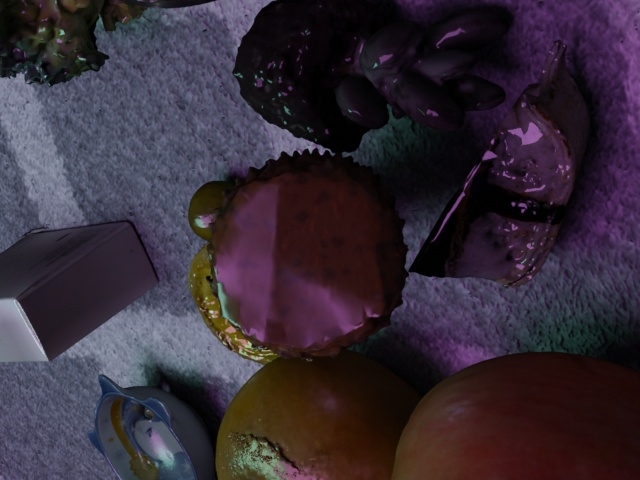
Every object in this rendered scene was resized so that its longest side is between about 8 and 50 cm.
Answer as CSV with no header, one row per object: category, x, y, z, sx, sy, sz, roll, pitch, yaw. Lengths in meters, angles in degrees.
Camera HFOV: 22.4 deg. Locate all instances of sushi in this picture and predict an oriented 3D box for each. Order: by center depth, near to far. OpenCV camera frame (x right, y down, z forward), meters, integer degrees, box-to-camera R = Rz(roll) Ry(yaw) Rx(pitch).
sushi,0.202,-0.059,1.532,0.109,0.134,0.273,33,122,2

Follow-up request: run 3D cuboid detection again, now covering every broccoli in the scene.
broccoli,-0.364,-0.338,1.783,0.348,0.281,0.293,35,179,-36

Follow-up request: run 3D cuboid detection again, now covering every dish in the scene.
dish,-0.216,0.264,2.203,0.228,0.086,0.236,55,142,1

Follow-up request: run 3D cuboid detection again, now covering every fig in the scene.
fig,-0.110,-0.033,1.887,0.088,0.074,0.074,-2,117,28

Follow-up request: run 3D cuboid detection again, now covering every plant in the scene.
plant,0.051,-0.160,1.564,0.274,0.146,0.149,8,165,40

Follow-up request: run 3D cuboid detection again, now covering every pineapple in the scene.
pineapple,0.000,0.000,1.625,0.202,0.362,0.202,1,97,7

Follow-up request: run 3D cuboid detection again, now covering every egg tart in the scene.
egg tart,-0.067,0.064,1.898,0.191,0.074,0.191,23,141,20

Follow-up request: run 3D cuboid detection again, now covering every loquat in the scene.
loquat,0.010,0.248,1.822,0.263,0.263,0.263,26,134,30

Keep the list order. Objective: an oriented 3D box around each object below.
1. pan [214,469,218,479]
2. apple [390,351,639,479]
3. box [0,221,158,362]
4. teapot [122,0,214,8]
pan,-0.078,0.381,2.183,0.114,0.040,0.212,1,111,44
apple,0.235,0.299,1.538,0.346,0.391,0.392,1,121,20
box,-0.373,0.069,2.121,0.251,0.203,0.106,-7,113,47
teapot,-0.142,-0.372,1.546,0.270,0.200,0.337,-118,23,-44
